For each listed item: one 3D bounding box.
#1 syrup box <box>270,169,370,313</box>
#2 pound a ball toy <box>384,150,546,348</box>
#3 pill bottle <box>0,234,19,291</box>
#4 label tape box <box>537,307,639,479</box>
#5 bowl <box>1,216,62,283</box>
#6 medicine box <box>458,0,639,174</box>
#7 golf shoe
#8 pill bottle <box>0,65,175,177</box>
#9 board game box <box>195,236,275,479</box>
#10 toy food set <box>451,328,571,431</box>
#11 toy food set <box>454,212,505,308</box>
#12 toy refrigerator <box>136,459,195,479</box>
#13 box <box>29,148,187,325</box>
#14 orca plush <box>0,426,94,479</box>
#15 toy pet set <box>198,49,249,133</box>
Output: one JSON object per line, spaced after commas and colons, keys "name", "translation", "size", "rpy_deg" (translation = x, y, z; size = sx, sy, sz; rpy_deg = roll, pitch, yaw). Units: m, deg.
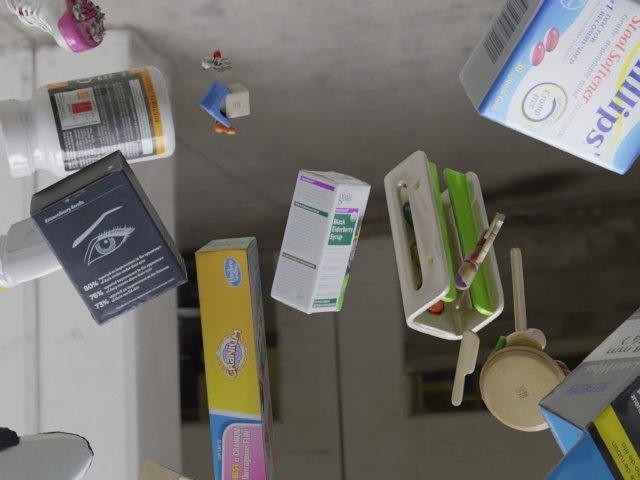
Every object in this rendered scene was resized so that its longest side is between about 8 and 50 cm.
{"name": "syrup box", "translation": [0.000, 0.000, 2.174], "size": [0.096, 0.237, 0.093], "rpy_deg": [22, -166, 36]}
{"name": "pound a ball toy", "translation": [0.214, 0.042, 1.962], "size": [0.208, 0.319, 0.136], "rpy_deg": [19, 138, -33]}
{"name": "pill bottle", "translation": [-0.625, 0.047, 2.417], "size": [0.103, 0.103, 0.184], "rpy_deg": [4, 165, -36]}
{"name": "label tape box", "translation": [0.310, 0.209, 1.106], "size": [0.334, 0.240, 0.106], "rpy_deg": [-35, -168, -32]}
{"name": "bowl", "translation": [-0.498, 0.003, 2.185], "size": [0.142, 0.142, 0.053], "rpy_deg": [-19, 126, 8]}
{"name": "medicine box", "translation": [0.414, -0.287, 1.961], "size": [0.289, 0.263, 0.149], "rpy_deg": [20, -152, -19]}
{"name": "golf shoe", "translation": [-0.412, -0.359, 1.915], "size": [0.140, 0.306, 0.115], "rpy_deg": [-27, 127, 5]}
{"name": "pill bottle", "translation": [-0.396, -0.196, 2.107], "size": [0.278, 0.162, 0.162], "rpy_deg": [-11, 173, -13]}
{"name": "board game box", "translation": [-0.106, 0.160, 1.604], "size": [0.064, 0.316, 0.242], "rpy_deg": [-5, -177, 0]}
{"name": "toy food set", "translation": [0.276, 0.192, 1.666], "size": [0.192, 0.132, 0.038], "rpy_deg": [18, -156, 20]}
{"name": "toy food set", "translation": [0.177, 0.015, 1.409], "size": [0.019, 0.122, 0.078], "rpy_deg": [27, -159, 6]}
{"name": "toy refrigerator", "translation": [-0.288, 0.508, 2.047], "size": [0.094, 0.269, 0.102], "rpy_deg": [16, 167, 40]}
{"name": "box", "translation": [-0.312, -0.005, 1.840], "size": [0.153, 0.207, 0.108], "rpy_deg": [-27, -159, -1]}
{"name": "orca plush", "translation": [-0.421, 0.336, 1.555], "size": [0.287, 0.151, 0.102], "rpy_deg": [-45, -175, -30]}
{"name": "toy pet set", "translation": [-0.156, -0.204, 1.829], "size": [0.065, 0.122, 0.114], "rpy_deg": [-15, -150, -25]}
